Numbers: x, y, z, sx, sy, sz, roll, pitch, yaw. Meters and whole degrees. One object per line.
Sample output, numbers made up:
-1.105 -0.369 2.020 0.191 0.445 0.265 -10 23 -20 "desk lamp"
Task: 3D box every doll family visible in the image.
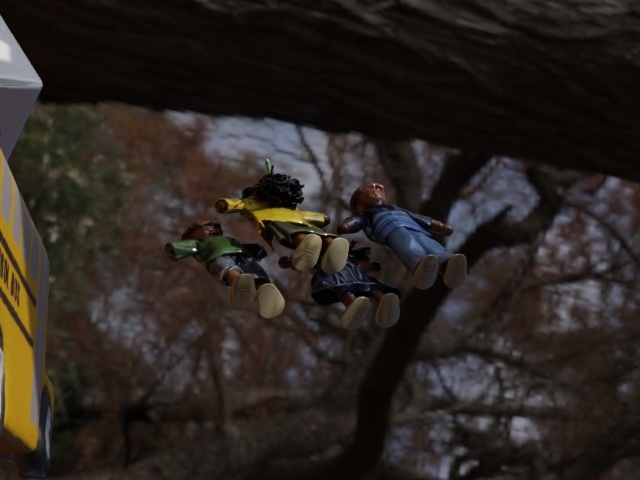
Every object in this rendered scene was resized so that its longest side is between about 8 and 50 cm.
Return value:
0.000 0.000 0.790 0.111 0.193 0.076 41 -67 55 "doll family"

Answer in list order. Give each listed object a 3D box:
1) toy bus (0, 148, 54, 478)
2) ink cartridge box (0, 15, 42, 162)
-0.186 0.033 0.563 0.332 0.108 0.130 112 -22 -74 "toy bus"
-0.312 -0.077 0.903 0.172 0.100 0.237 54 -54 30 "ink cartridge box"
